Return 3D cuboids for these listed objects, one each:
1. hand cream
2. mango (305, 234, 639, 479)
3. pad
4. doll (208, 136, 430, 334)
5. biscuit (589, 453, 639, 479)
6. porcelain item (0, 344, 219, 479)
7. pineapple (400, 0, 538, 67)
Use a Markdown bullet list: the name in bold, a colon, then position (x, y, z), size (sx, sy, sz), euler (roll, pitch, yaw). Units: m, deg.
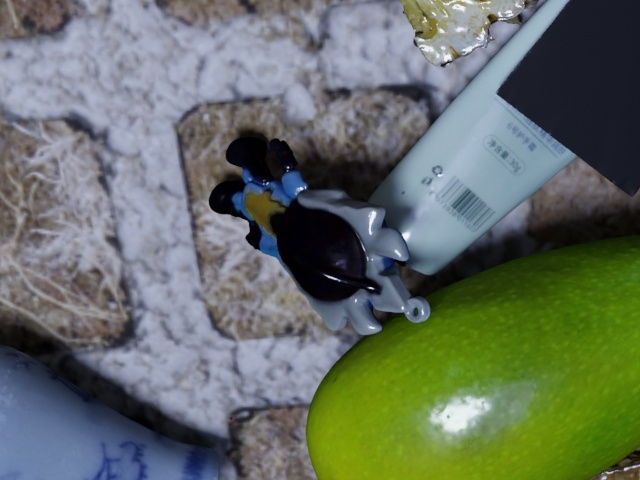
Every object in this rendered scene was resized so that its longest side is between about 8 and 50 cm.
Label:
- **hand cream**: position (0.157, -0.098, 0.845), size (0.109, 0.067, 0.320), euler (40, 108, -19)
- **mango**: position (0.145, 0.090, 0.858), size (0.343, 0.192, 0.156), euler (-30, 66, 15)
- **pad**: position (0.220, -0.135, 0.820), size (0.127, 0.004, 0.190), euler (35, 103, -19)
- **doll**: position (0.000, 0.000, 0.849), size (0.195, 0.070, 0.096), euler (37, 121, 33)
- **biscuit**: position (0.184, 0.246, 1.002), size (0.237, 0.026, 0.131), euler (-18, 111, 12)
- **porcelain item**: position (-0.210, 0.162, 0.952), size (0.259, 0.141, 0.141), euler (19, 114, -11)
- **pineapple**: position (0.087, -0.231, 0.786), size (0.135, 0.079, 0.233), euler (-19, 116, 22)
